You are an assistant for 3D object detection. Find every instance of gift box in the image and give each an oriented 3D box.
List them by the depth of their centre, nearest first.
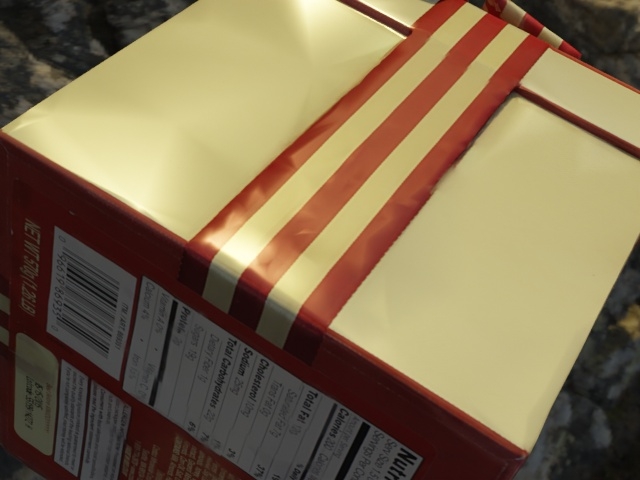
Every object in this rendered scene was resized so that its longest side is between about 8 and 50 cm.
[{"bbox_3d":[0.000,0.000,0.479,0.276,0.255,0.258,35,47,10],"label":"gift box"}]
